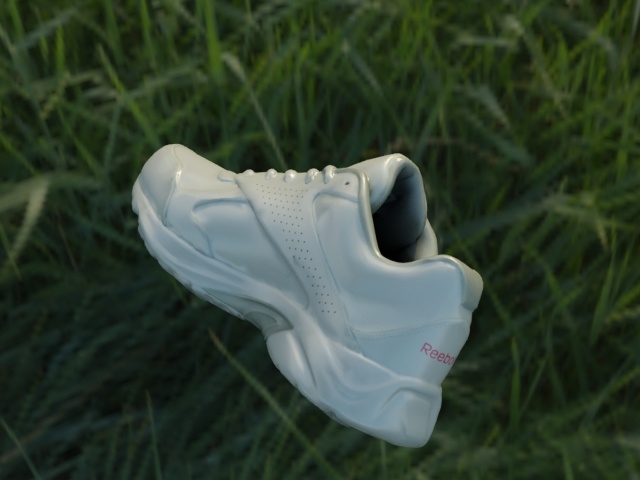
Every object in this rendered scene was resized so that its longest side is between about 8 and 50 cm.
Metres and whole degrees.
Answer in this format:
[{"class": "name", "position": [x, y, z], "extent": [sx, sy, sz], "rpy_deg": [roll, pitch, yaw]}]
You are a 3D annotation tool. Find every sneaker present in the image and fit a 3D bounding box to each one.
[{"class": "sneaker", "position": [0.000, 0.000, 0.934], "extent": [0.232, 0.090, 0.115], "rpy_deg": [38, 98, 39]}]
